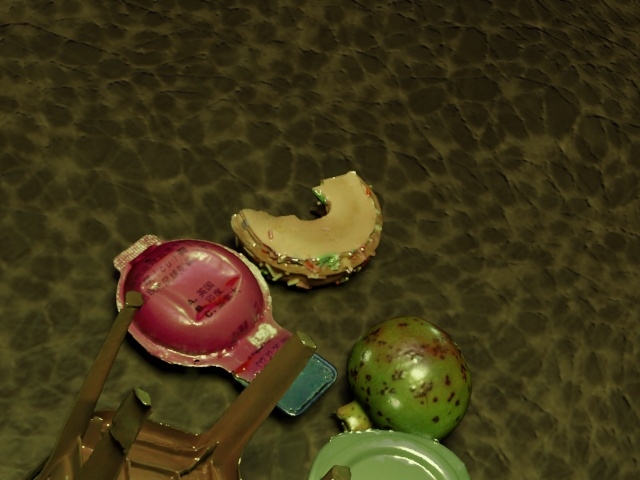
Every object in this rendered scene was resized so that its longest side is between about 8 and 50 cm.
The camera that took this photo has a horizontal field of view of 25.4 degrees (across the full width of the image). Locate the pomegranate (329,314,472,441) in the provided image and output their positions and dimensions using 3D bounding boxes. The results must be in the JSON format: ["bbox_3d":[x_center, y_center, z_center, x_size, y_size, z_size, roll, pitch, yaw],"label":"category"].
[{"bbox_3d":[0.077,0.133,1.325,0.130,0.130,0.130,6,51,-8],"label":"pomegranate"}]

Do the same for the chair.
[{"bbox_3d":[-0.151,0.215,1.130,0.183,0.326,0.176,22,32,-28],"label":"chair"}]

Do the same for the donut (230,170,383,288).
[{"bbox_3d":[0.000,0.000,1.447,0.166,0.065,0.117,-22,58,-27],"label":"donut"}]

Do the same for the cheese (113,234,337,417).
[{"bbox_3d":[-0.095,0.078,1.367,0.244,0.062,0.155,36,53,15],"label":"cheese"}]

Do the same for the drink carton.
[{"bbox_3d":[0.037,0.269,1.167,0.191,0.190,0.185,10,56,-4],"label":"drink carton"}]
